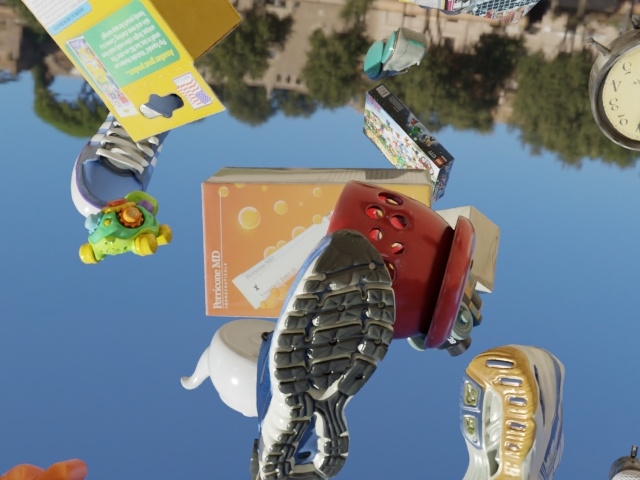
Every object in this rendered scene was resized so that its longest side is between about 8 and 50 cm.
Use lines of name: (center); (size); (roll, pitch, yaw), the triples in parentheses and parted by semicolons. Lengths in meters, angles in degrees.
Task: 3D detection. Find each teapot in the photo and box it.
teapot: (-0.130, 0.299, 1.908); (0.252, 0.187, 0.256); (-1, -158, -37)

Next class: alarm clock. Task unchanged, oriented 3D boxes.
alarm clock: (0.362, -0.149, 0.953); (0.129, 0.192, 0.064); (-12, -154, 18)

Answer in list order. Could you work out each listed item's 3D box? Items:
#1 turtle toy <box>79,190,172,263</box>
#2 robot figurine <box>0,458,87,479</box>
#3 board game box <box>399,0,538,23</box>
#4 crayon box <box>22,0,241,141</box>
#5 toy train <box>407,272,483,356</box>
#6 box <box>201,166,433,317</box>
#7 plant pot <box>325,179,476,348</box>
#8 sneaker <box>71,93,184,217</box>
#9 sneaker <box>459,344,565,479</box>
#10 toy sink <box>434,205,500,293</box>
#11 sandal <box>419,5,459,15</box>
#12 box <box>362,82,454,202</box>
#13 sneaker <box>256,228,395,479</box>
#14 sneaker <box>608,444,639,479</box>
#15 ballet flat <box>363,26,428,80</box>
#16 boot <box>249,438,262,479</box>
turtle toy: (-0.229, -0.020, 1.042); (0.095, 0.066, 0.130); (-9, -168, 13)
robot figurine: (-0.318, 0.318, 0.890); (0.219, 0.158, 0.128); (-40, -151, -3)
board game box: (0.205, -0.331, 0.967); (0.165, 0.042, 0.243); (6, 161, -17)
crayon box: (-0.217, -0.263, 0.874); (0.203, 0.323, 0.083); (-6, -144, 52)
toy train: (0.185, 0.056, 1.632); (0.142, 0.334, 0.190); (-25, -157, 43)
box: (0.000, 0.000, 1.390); (0.345, 0.215, 0.168); (1, -168, 5)
plant pot: (0.093, 0.036, 1.091); (0.174, 0.191, 0.191); (15, -161, 6)
sneaker: (-0.308, -0.206, 1.495); (0.130, 0.236, 0.323); (27, -137, -10)
sneaker: (0.208, 0.256, 0.924); (0.112, 0.296, 0.131); (15, -171, 39)
toy sink: (0.254, 0.034, 1.902); (0.234, 0.153, 0.131); (-10, 149, 41)
sandal: (0.261, -0.513, 1.850); (0.040, 0.067, 0.179); (-8, -159, -21)
box: (0.181, -0.202, 1.856); (0.044, 0.159, 0.233); (-34, -110, -16)
sneaker: (-0.018, 0.118, 0.967); (0.129, 0.330, 0.147); (2, -144, -21)
sneaker: (0.615, 0.539, 1.732); (0.101, 0.269, 0.153); (5, -157, 20)
ballet flat: (0.124, -0.296, 1.430); (0.068, 0.072, 0.213); (12, 180, -10)
boot: (-0.069, 0.457, 1.738); (0.137, 0.198, 0.077); (8, -117, 0)
